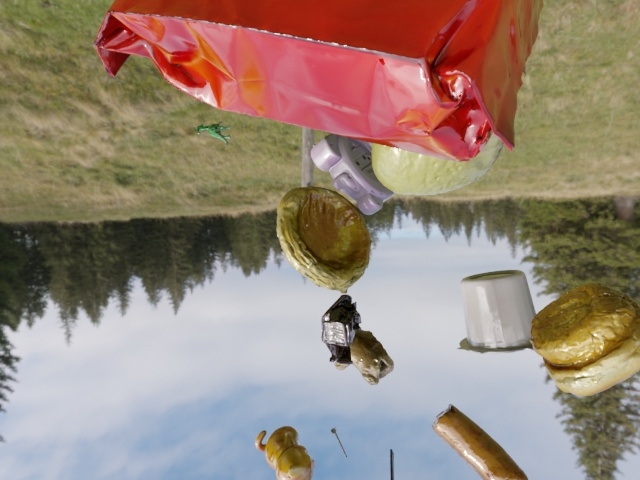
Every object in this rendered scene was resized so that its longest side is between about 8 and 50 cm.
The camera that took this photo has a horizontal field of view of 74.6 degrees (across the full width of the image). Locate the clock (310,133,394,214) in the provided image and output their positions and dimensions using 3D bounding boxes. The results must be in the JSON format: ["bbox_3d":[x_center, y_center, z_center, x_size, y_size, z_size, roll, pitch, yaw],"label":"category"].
[{"bbox_3d":[0.143,-0.267,1.550,0.113,0.322,0.295,-34,-175,40],"label":"clock"}]

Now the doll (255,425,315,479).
[{"bbox_3d":[-0.118,0.828,1.597,0.162,0.166,0.269,-23,-165,-26],"label":"doll"}]

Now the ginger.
[{"bbox_3d":[0.164,0.475,1.727,0.221,0.130,0.275,-23,-130,-10],"label":"ginger"}]

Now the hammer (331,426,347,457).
[{"bbox_3d":[0.071,0.737,1.537,0.019,0.110,0.035,-30,163,1],"label":"hammer"}]

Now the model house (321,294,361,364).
[{"bbox_3d":[0.078,0.307,1.376,0.141,0.203,0.164,-15,-154,-22],"label":"model house"}]

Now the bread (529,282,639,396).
[{"bbox_3d":[0.508,0.179,0.796,0.198,0.120,0.236,-44,179,26],"label":"bread"}]

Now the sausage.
[{"bbox_3d":[0.427,0.568,1.129,0.270,0.109,0.109,42,-155,27],"label":"sausage"}]

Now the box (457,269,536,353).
[{"bbox_3d":[0.532,0.197,1.249,0.262,0.206,0.291,-10,180,23],"label":"box"}]

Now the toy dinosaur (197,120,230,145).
[{"bbox_3d":[-0.195,-0.196,0.763,0.062,0.021,0.083,-1,-141,-5],"label":"toy dinosaur"}]

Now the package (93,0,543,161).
[{"bbox_3d":[-0.015,-0.213,0.394,0.423,0.196,0.123,18,160,17],"label":"package"}]

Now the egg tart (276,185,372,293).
[{"bbox_3d":[0.000,0.000,1.398,0.388,0.388,0.169,-4,161,-42],"label":"egg tart"}]

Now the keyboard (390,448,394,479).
[{"bbox_3d":[0.243,0.791,1.416,0.010,0.155,0.053,-7,138,15],"label":"keyboard"}]

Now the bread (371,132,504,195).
[{"bbox_3d":[0.220,-0.242,0.840,0.237,0.320,0.320,3,-178,1],"label":"bread"}]
